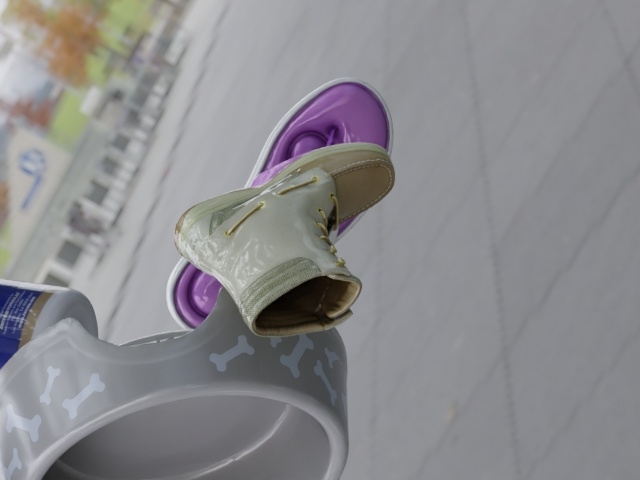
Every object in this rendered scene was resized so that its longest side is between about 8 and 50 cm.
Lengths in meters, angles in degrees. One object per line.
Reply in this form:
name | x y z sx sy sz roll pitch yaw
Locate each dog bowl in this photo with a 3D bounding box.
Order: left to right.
dog bowl | -0.132 0.186 1.600 0.349 0.349 0.102 -54 40 38

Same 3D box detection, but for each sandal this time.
sandal | -0.040 -0.031 2.336 0.416 0.169 0.102 -53 11 1

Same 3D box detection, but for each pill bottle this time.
pill bottle | -0.400 0.114 1.976 0.153 0.265 0.153 7 -90 -73

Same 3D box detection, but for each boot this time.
boot | 0.000 0.000 1.510 0.165 0.213 0.077 45 151 48
